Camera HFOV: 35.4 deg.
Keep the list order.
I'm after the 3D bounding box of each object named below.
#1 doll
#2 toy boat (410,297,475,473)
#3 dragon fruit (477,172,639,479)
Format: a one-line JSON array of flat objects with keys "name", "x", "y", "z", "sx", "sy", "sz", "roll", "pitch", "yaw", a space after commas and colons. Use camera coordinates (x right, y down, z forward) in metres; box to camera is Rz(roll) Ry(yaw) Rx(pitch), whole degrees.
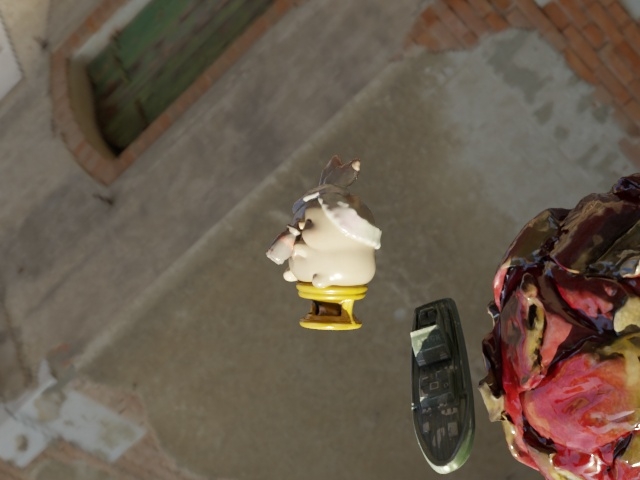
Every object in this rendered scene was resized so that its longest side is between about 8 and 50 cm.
[{"name": "doll", "x": 0.000, "y": 0.000, "z": 0.732, "sx": 0.084, "sy": 0.127, "sz": 0.073, "roll": 0, "pitch": -178, "yaw": -22}, {"name": "toy boat", "x": 0.146, "y": 0.173, "z": 1.235, "sx": 0.085, "sy": 0.078, "sz": 0.260, "roll": 55, "pitch": -155, "yaw": -37}, {"name": "dragon fruit", "x": 0.295, "y": 0.099, "z": 0.857, "sx": 0.329, "sy": 0.329, "sz": 0.329, "roll": 44, "pitch": -165, "yaw": -15}]
